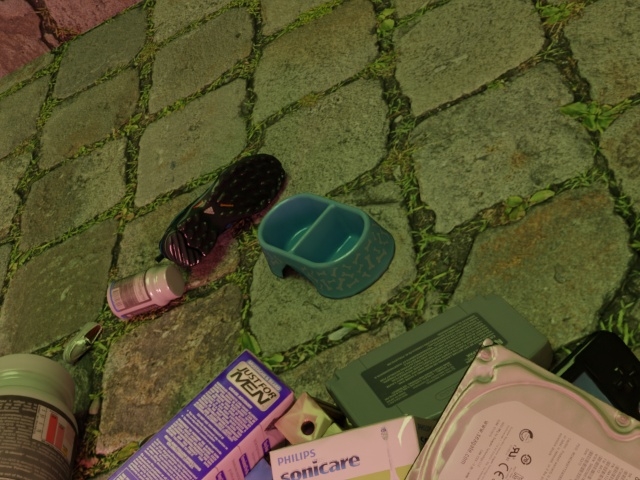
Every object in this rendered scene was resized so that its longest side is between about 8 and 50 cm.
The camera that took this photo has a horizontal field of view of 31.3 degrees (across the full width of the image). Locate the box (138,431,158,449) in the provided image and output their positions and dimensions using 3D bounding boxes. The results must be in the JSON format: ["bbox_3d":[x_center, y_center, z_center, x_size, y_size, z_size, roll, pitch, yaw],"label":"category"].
[{"bbox_3d":[-0.176,0.326,1.832,0.244,0.060,0.100,-26,37,14],"label":"box"}]

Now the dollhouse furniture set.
[{"bbox_3d":[-0.019,0.333,1.615,0.184,0.129,0.129,-47,63,3],"label":"dollhouse furniture set"}]

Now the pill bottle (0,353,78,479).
[{"bbox_3d":[-0.524,0.379,1.936,0.210,0.210,0.363,-24,38,18],"label":"pill bottle"}]

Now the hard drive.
[{"bbox_3d":[0.279,0.293,1.300,0.339,0.064,0.237,30,76,13],"label":"hard drive"}]

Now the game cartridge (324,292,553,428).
[{"bbox_3d":[0.173,0.194,1.646,0.297,0.062,0.198,-27,37,-10],"label":"game cartridge"}]

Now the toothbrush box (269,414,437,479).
[{"bbox_3d":[0.071,0.380,1.416,0.206,0.122,0.283,-19,70,23],"label":"toothbrush box"}]

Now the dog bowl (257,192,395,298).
[{"bbox_3d":[0.000,0.000,2.039,0.166,0.074,0.297,-49,38,-17],"label":"dog bowl"}]

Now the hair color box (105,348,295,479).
[{"bbox_3d":[-0.183,0.331,1.623,0.339,0.185,0.110,-41,67,-19],"label":"hair color box"}]

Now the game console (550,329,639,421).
[{"bbox_3d":[0.343,0.293,1.353,0.293,0.250,0.173,-42,10,-8],"label":"game console"}]

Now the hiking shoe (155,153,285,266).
[{"bbox_3d":[-0.205,-0.070,2.259,0.304,0.113,0.132,-40,18,-21],"label":"hiking shoe"}]

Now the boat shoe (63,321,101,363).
[{"bbox_3d":[-0.464,0.201,2.236,0.035,0.035,0.100,1,43,44],"label":"boat shoe"}]

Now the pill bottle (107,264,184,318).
[{"bbox_3d":[-0.336,0.097,2.207,0.137,0.078,0.078,-19,39,23],"label":"pill bottle"}]
